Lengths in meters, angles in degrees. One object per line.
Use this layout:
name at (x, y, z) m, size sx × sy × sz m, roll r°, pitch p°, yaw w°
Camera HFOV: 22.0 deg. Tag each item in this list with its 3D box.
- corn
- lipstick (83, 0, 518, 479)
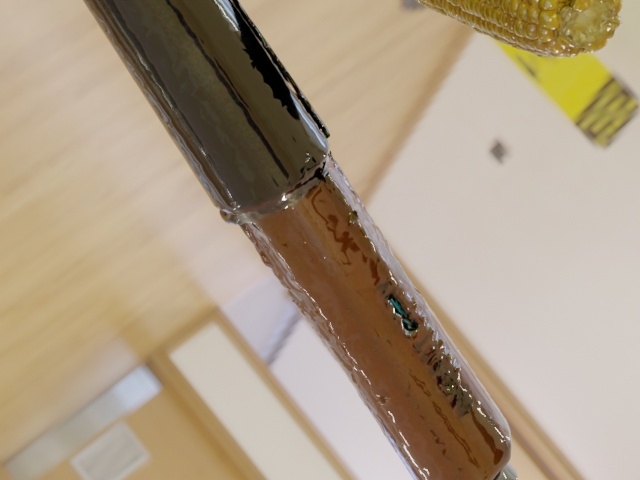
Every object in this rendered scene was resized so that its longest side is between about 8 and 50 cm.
corn at (0.093, -0.152, 0.924) m, size 0.068 × 0.207 × 0.068 m, roll -13°, pitch 118°, yaw -27°
lipstick at (0.000, 0.000, 0.938) m, size 0.077 × 0.418 × 0.077 m, roll -27°, pitch -154°, yaw 15°
